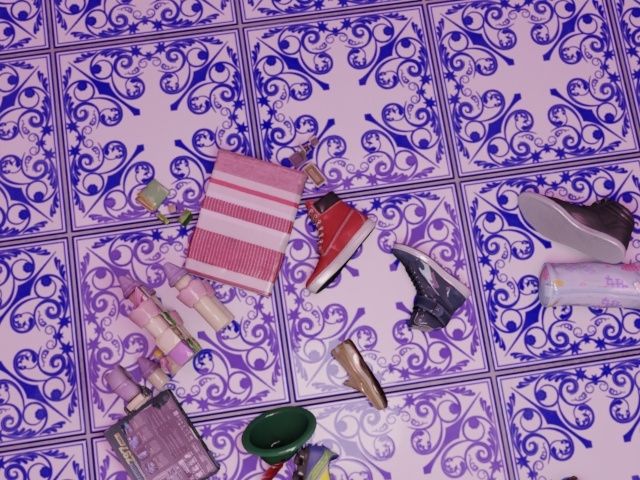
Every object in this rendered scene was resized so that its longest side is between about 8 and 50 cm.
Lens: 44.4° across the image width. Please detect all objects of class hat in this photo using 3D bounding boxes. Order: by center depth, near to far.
[{"bbox_3d":[-0.089,0.523,1.870,0.208,0.173,0.184,-11,114,9],"label":"hat"}]

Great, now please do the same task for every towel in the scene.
[{"bbox_3d":[-0.189,-0.046,1.974,0.237,0.037,0.329,17,85,0],"label":"towel"}]

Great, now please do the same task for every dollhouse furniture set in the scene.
[{"bbox_3d":[-0.394,-0.092,1.971,0.151,0.058,0.076,38,81,5],"label":"dollhouse furniture set"},{"bbox_3d":[-0.014,-0.204,1.988,0.091,0.081,0.114,-38,83,-7],"label":"dollhouse furniture set"}]

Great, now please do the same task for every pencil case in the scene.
[{"bbox_3d":[0.676,0.114,1.926,0.273,0.124,0.114,2,119,1],"label":"pencil case"}]

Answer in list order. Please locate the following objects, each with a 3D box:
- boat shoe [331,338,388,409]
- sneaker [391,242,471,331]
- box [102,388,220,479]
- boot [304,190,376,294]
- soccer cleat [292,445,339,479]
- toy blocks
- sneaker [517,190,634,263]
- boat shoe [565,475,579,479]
[{"bbox_3d":[0.091,0.336,1.907,0.072,0.068,0.190,-33,72,5],"label":"boat shoe"},{"bbox_3d":[0.238,0.124,1.932,0.226,0.086,0.163,37,78,4],"label":"sneaker"},{"bbox_3d":[-0.377,0.499,1.863,0.183,0.059,0.233,-34,83,-7],"label":"box"},{"bbox_3d":[0.000,0.000,1.952,0.176,0.088,0.244,37,73,6],"label":"boot"},{"bbox_3d":[-0.005,0.615,1.800,0.121,0.093,0.289,10,58,-12],"label":"soccer cleat"},{"bbox_3d":[-0.393,0.185,1.807,0.309,0.288,0.260,-43,90,-6],"label":"toy blocks"},{"bbox_3d":[0.651,-0.063,1.979,0.295,0.105,0.147,31,53,22],"label":"sneaker"},{"bbox_3d":[0.462,0.636,1.828,0.324,0.122,0.120,-31,76,-6],"label":"boat shoe"}]
